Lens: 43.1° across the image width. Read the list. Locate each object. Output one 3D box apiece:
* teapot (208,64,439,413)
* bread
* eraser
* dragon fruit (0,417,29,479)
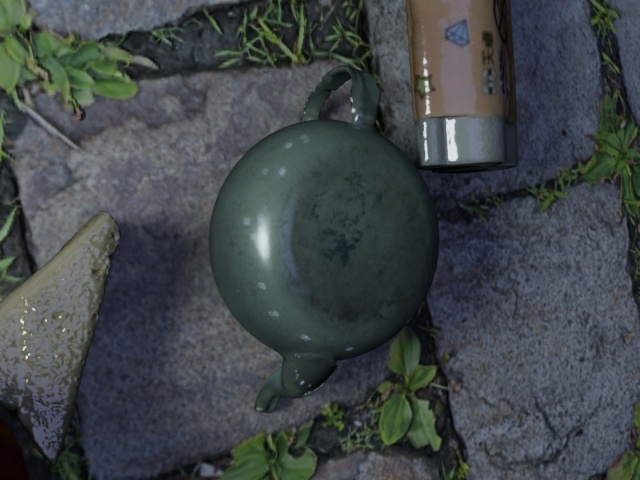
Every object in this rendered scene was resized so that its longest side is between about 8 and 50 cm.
[{"bbox_3d":[0.000,0.000,0.661,0.193,0.129,0.295,12,82,-29],"label":"teapot"},{"bbox_3d":[-0.177,0.066,0.583,0.152,0.077,0.105,-46,107,-19],"label":"bread"},{"bbox_3d":[0.123,-0.208,0.721,0.171,0.087,0.291,-7,93,-67],"label":"eraser"},{"bbox_3d":[-0.285,0.146,0.501,0.218,0.148,0.224,-37,121,7],"label":"dragon fruit"}]
